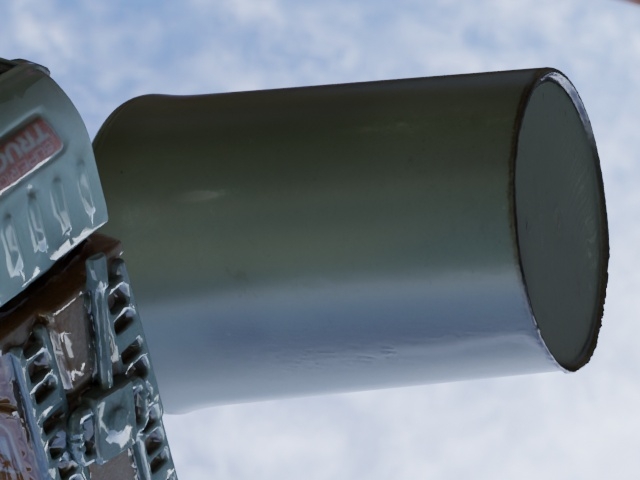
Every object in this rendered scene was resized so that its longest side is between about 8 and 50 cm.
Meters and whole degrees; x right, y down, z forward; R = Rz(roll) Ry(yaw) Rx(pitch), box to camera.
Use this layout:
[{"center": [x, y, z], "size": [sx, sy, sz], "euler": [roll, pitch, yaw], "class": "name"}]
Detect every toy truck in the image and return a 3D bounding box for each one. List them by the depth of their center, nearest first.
[{"center": [-0.172, 0.049, 0.895], "size": [0.162, 0.305, 0.136], "euler": [12, -142, 32], "class": "toy truck"}]

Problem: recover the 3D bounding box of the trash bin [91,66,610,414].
[{"center": [0.000, 0.000, 1.444], "size": [0.432, 0.280, 0.280], "euler": [-5, -147, 26], "class": "trash bin"}]
